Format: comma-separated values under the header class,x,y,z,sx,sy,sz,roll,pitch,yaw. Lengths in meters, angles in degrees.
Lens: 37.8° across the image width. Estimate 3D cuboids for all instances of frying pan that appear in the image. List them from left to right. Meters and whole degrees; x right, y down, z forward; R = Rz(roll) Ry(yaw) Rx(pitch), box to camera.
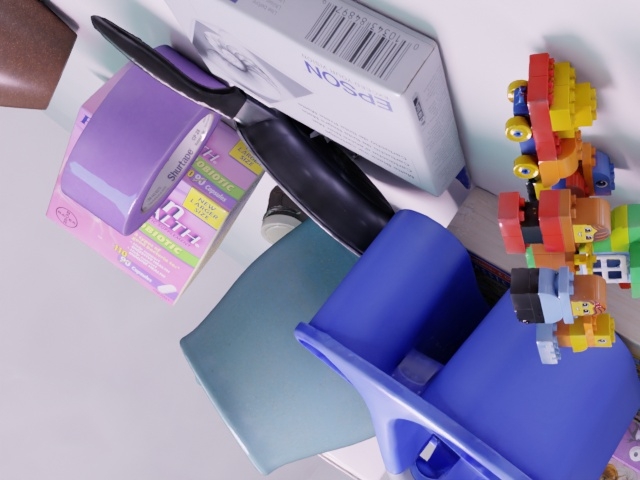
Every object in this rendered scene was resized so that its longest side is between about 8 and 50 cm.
class,x,y,z,sx,sy,sz,roll,pitch,yaw
frying pan,-0.044,-0.097,0.839,0.326,0.053,0.197,44,-168,-4

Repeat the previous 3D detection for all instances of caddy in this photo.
class,x,y,z,sx,sy,sz,roll,pitch,yaw
caddy,0.117,0.129,0.764,0.241,0.179,0.341,32,172,32

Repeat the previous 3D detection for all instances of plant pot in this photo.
class,x,y,z,sx,sy,sz,roll,pitch,yaw
plant pot,-0.435,-0.260,1.175,0.230,0.215,0.215,23,177,-18
plant pot,-0.009,0.123,1.064,0.272,0.255,0.272,56,171,13

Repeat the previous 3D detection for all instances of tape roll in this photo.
class,x,y,z,sx,sy,sz,roll,pitch,yaw
tape roll,-0.179,-0.103,0.970,0.080,0.189,0.189,34,173,-1

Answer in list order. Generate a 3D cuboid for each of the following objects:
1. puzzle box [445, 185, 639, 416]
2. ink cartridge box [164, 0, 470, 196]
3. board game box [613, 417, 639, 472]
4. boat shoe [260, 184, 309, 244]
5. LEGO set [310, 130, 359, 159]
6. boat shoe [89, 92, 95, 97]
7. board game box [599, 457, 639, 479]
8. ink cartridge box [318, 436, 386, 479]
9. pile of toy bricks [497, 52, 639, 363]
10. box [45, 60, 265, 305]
class,x,y,z,sx,sy,sz,roll,pitch,yaw
puzzle box,0.301,0.117,0.757,0.408,0.052,0.272,32,171,27
ink cartridge box,-0.002,-0.114,0.671,0.223,0.045,0.224,32,172,23
board game box,0.383,0.242,0.981,0.346,0.056,0.208,31,177,-10
boat shoe,0.000,0.000,1.305,0.081,0.069,0.227,-12,148,29
LEGO set,0.005,-0.103,0.808,0.083,0.023,0.054,20,-151,-28
boat shoe,-0.239,-0.159,1.368,0.319,0.116,0.099,38,132,34
board game box,0.378,0.321,1.250,0.318,0.066,0.318,23,171,-19
ink cartridge box,0.075,0.241,1.620,0.166,0.286,0.395,34,173,-1
pile of toy bricks,0.164,-0.001,0.507,0.105,0.118,0.212,-3,147,20
box,-0.212,-0.067,1.197,0.213,0.117,0.243,36,139,-2
